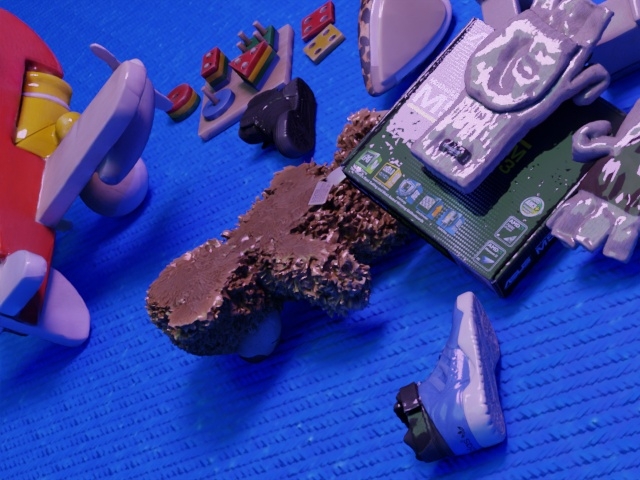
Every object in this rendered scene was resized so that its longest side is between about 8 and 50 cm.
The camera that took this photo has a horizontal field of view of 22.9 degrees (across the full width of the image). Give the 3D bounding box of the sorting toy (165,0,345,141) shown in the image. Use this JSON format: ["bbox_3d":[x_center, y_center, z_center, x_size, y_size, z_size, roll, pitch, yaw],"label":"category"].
[{"bbox_3d":[-0.091,-0.206,1.899,0.274,0.046,0.132,-30,32,23],"label":"sorting toy"}]

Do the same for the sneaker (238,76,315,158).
[{"bbox_3d":[-0.052,-0.124,1.741,0.089,0.051,0.170,-30,27,23],"label":"sneaker"}]

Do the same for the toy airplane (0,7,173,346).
[{"bbox_3d":[-0.311,-0.052,1.805,0.386,0.272,0.384,25,109,51],"label":"toy airplane"}]

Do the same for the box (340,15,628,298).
[{"bbox_3d":[0.143,-0.074,1.344,0.184,0.045,0.190,-48,59,-4],"label":"box"}]

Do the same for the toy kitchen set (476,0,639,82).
[{"bbox_3d":[0.241,-0.224,1.468,0.166,0.122,0.207,-26,54,29],"label":"toy kitchen set"}]

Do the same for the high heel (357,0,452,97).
[{"bbox_3d":[0.064,-0.237,1.735,0.186,0.093,0.261,-32,34,57],"label":"high heel"}]

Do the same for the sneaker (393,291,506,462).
[{"bbox_3d":[0.095,0.108,1.235,0.084,0.058,0.152,-22,41,19],"label":"sneaker"}]

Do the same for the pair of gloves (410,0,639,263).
[{"bbox_3d":[0.216,-0.096,1.280,0.240,0.042,0.204,29,81,34],"label":"pair of gloves"}]

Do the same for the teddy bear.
[{"bbox_3d":[0.000,0.000,1.474,0.245,0.113,0.338,13,54,49],"label":"teddy bear"}]
